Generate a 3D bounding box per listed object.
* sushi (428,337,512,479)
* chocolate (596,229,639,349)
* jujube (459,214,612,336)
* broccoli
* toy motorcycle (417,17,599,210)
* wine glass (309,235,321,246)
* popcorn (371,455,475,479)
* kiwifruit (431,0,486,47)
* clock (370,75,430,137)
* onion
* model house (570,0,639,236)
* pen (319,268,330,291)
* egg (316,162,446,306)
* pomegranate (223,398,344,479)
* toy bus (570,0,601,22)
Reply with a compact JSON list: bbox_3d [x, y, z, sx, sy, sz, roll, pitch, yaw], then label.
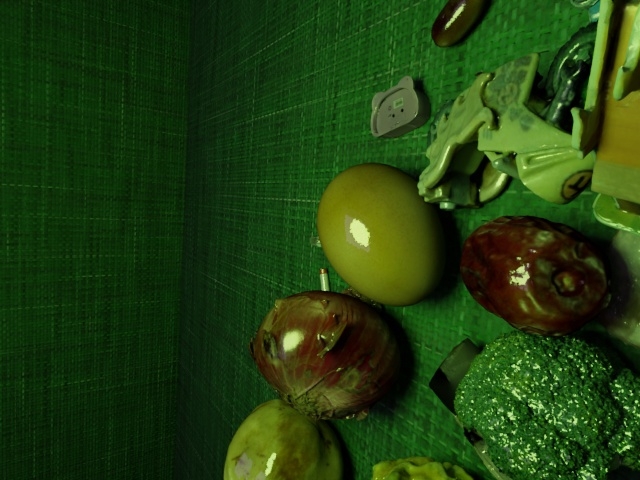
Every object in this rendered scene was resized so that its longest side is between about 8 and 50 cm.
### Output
[{"bbox_3d":[0.305,0.331,0.728,0.273,0.134,0.109,48,152,20],"label":"sushi"},{"bbox_3d":[0.463,0.011,0.505,0.185,0.100,0.304,32,112,54],"label":"chocolate"},{"bbox_3d":[0.312,0.042,0.608,0.243,0.183,0.184,10,-100,-85],"label":"jujube"},{"bbox_3d":[0.337,0.252,0.591,0.269,0.261,0.242,-19,113,49],"label":"broccoli"},{"bbox_3d":[0.303,-0.166,0.660,0.410,0.168,0.237,179,101,-70],"label":"toy motorcycle"},{"bbox_3d":[0.000,0.000,1.223,0.083,0.038,0.042,8,98,59],"label":"wine glass"},{"bbox_3d":[0.190,0.540,0.730,0.335,0.279,0.275,39,161,47],"label":"popcorn"},{"bbox_3d":[0.273,-0.444,0.799,0.124,0.075,0.075,-53,49,45],"label":"kiwifruit"},{"bbox_3d":[0.184,-0.307,0.943,0.152,0.050,0.110,-10,81,55],"label":"clock"},{"bbox_3d":[0.013,0.264,0.939,0.353,0.353,0.354,-1,89,55],"label":"onion"},{"bbox_3d":[0.404,-0.185,0.336,0.358,0.312,0.242,-57,42,4],"label":"model house"},{"bbox_3d":[0.022,0.201,1.194,0.028,0.028,0.239,-23,71,53],"label":"pen"},{"bbox_3d":[0.128,-0.013,0.850,0.250,0.250,0.323,-51,60,42],"label":"egg"},{"bbox_3d":[-0.102,0.612,1.102,0.332,0.332,0.333,-1,89,55],"label":"pomegranate"},{"bbox_3d":[0.421,-0.409,0.547,0.134,0.113,0.247,-12,79,49],"label":"toy bus"}]
